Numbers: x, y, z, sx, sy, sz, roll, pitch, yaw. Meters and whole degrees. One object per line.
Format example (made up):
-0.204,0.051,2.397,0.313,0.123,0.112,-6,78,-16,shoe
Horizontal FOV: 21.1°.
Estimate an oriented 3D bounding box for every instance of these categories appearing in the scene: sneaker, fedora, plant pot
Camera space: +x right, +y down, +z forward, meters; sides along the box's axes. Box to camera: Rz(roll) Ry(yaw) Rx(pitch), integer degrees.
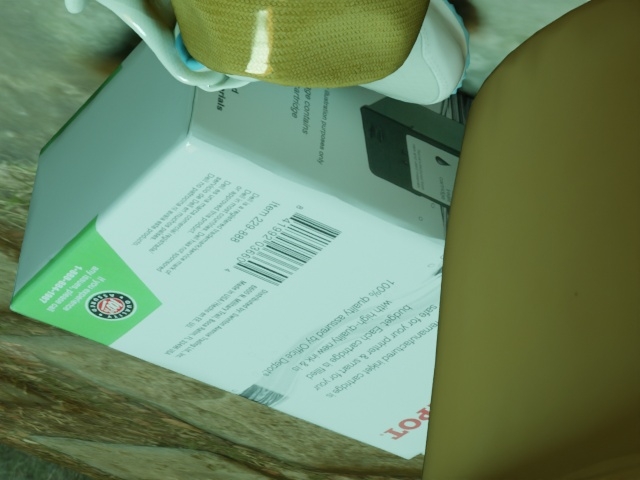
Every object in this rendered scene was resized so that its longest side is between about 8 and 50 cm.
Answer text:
-0.026,-0.109,0.822,0.228,0.092,0.087,24,159,-32,sneaker
-0.008,-0.109,0.690,0.194,0.079,0.194,5,-161,-2,fedora
0.152,0.044,0.502,0.291,0.203,0.291,-5,161,-2,plant pot

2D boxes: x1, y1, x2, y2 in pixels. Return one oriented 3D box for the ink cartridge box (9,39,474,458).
0.000,0.000,0.997,0.289,0.121,0.211,24,140,-26,ink cartridge box
